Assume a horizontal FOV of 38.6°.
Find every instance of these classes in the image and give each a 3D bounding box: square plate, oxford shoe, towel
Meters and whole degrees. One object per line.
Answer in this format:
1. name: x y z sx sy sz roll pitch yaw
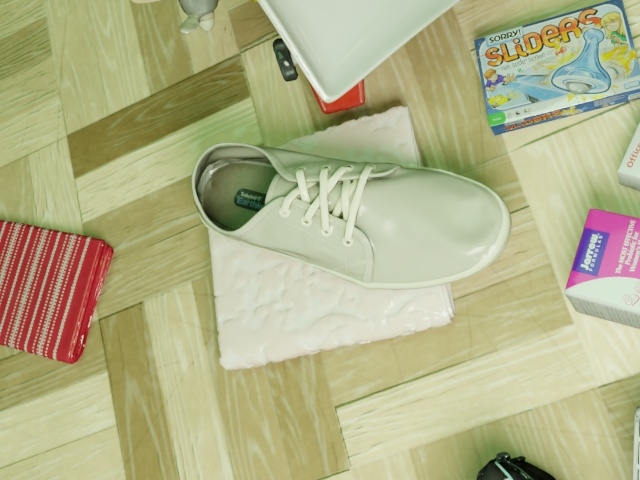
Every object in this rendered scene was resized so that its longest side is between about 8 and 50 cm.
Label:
1. square plate: 0.032 -0.406 1.147 0.347 0.049 0.344 -40 103 -17
2. oxford shoe: 0.018 -0.040 1.182 0.449 0.130 0.169 11 76 23
3. towel: -0.464 0.075 1.458 0.274 0.031 0.199 10 80 27
4. towel: 0.000 0.000 1.275 0.331 0.053 0.317 -15 68 17

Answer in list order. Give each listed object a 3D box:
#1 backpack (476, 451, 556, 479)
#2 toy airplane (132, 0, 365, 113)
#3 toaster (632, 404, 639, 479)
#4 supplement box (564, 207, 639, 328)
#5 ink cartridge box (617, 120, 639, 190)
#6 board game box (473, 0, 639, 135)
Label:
1. backpack: 0.244 0.345 1.004 0.188 0.166 0.144 36 91 30
2. toy airplane: -0.034 -0.422 1.295 0.386 0.272 0.384 28 100 -5
3. toaster: 0.416 0.257 0.981 0.146 0.129 0.227 0 76 25
4. supplement box: 0.409 0.050 1.056 0.220 0.114 0.111 14 81 27
5. ink cartridge box: 0.439 -0.096 1.121 0.122 0.052 0.089 23 84 28
6. board game box: 0.316 -0.231 1.222 0.201 0.035 0.136 -14 70 18
